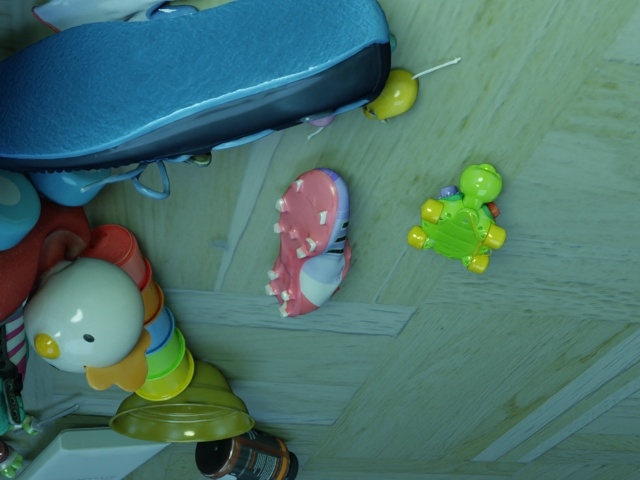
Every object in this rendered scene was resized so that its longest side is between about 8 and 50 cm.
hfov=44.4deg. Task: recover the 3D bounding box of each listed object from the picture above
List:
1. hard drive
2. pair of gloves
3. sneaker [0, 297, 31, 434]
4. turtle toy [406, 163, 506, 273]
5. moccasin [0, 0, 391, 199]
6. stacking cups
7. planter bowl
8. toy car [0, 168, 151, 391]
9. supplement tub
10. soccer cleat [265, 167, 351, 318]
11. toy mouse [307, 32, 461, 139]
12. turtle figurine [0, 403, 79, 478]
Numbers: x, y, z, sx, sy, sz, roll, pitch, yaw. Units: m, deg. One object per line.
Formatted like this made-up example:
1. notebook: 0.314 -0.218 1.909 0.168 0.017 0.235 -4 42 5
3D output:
1. hard drive: -0.433 0.416 1.475 0.203 0.040 0.307 6 148 -34
2. pair of gloves: -0.174 -0.212 0.569 0.159 0.023 0.198 -19 143 24
3. sneaker: -0.427 0.149 0.963 0.123 0.178 0.295 2 147 -8
4. turtle toy: 0.155 -0.027 0.841 0.095 0.066 0.130 23 143 3
5. moccasin: -0.109 -0.099 0.618 0.342 0.138 0.117 -6 157 12
6. stacking cups: -0.224 0.098 0.982 0.096 0.096 0.316 -2 147 -2
7. planter bowl: -0.209 0.239 1.198 0.217 0.090 0.217 -3 152 -2
8. toy car: -0.256 0.059 0.740 0.238 0.210 0.219 48 120 -5
9. supplement tub: -0.129 0.405 1.454 0.106 0.106 0.198 -26 140 31
10. soccer cleat: 0.000 0.000 0.879 0.095 0.083 0.248 -22 151 -28
11. toy mouse: 0.018 -0.139 0.688 0.143 0.031 0.161 25 138 -36
12. turtle figurine: -0.551 0.389 1.313 0.274 0.198 0.266 7 150 -8
